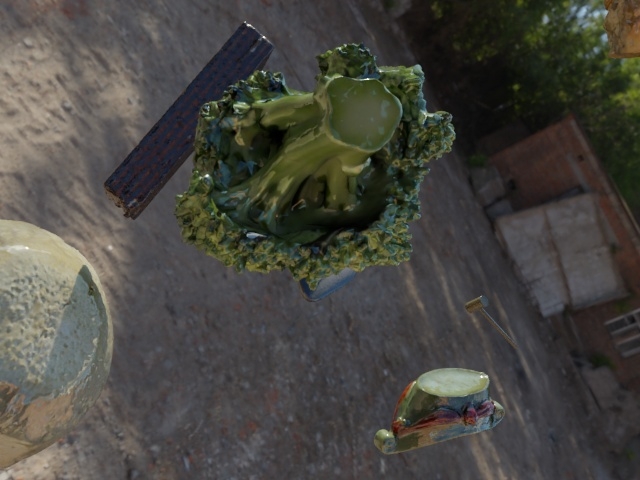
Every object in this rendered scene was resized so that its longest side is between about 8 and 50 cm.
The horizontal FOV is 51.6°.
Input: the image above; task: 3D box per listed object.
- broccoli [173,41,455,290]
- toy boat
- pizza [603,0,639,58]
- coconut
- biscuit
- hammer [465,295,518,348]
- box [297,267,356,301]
[{"bbox_3d":[0.003,-0.078,0.694,0.235,0.259,0.288,36,74,-40],"label":"broccoli"},{"bbox_3d":[0.142,0.188,0.742,0.185,0.071,0.089,-3,22,-31],"label":"toy boat"},{"bbox_3d":[0.245,-0.210,0.365,0.127,0.246,0.058,19,17,-4],"label":"pizza"},{"bbox_3d":[-0.541,0.173,1.077,0.344,0.415,0.416,7,56,-48],"label":"coconut"},{"bbox_3d":[-0.224,-0.202,1.126,0.073,0.388,0.107,38,-14,-8],"label":"biscuit"},{"bbox_3d":[0.288,0.139,1.093,0.110,0.035,0.019,48,48,-4],"label":"hammer"},{"bbox_3d":[0.000,0.000,1.322,0.201,0.042,0.213,-24,102,-49],"label":"box"}]
